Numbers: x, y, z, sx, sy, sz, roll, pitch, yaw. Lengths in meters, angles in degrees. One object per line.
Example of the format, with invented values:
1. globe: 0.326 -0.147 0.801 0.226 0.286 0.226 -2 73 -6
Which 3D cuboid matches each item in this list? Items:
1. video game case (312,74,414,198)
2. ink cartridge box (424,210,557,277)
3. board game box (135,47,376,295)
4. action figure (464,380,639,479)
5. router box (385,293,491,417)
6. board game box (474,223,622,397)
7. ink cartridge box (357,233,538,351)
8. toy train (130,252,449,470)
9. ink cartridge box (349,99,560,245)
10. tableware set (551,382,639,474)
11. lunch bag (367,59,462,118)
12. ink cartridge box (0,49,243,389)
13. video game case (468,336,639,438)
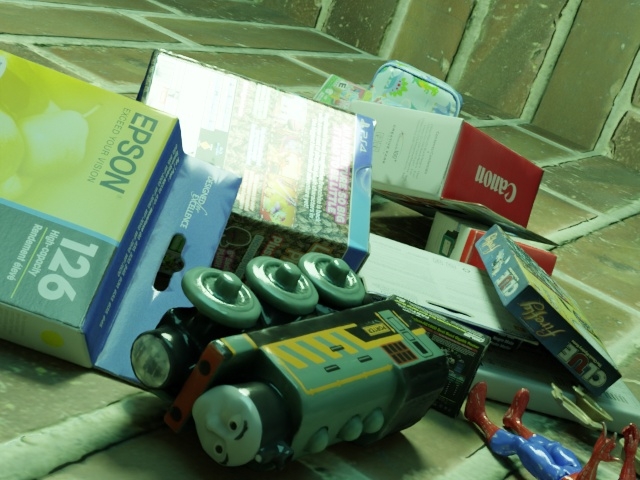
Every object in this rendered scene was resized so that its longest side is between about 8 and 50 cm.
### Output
1. video game case: 0.045 -0.172 1.998 0.193 0.212 0.023 27 -26 19
2. ink cartridge box: 0.252 0.027 1.714 0.134 0.078 0.231 16 7 -15
3. board game box: -0.095 -0.066 1.401 0.291 0.141 0.232 17 46 -12
4. action figure: 0.250 0.201 1.156 0.091 0.139 0.280 11 22 -26
5. router box: 0.113 0.126 1.288 0.122 0.092 0.038 24 17 10
6. board game box: 0.278 0.081 1.463 0.165 0.042 0.243 43 12 -12
7. ink cartridge box: 0.140 0.070 1.450 0.223 0.045 0.224 18 17 -9
8. toy train: -0.022 0.115 1.101 0.190 0.142 0.334 43 26 24
9. ink cartridge box: 0.219 -0.101 1.844 0.272 0.130 0.309 15 -2 34
10. tableware set: 0.325 0.213 1.298 0.169 0.020 0.141 42 10 17
11. lunch bag: 0.147 -0.197 2.103 0.176 0.219 0.090 25 16 3
12. ink cartridge box: -0.253 -0.032 1.160 0.307 0.072 0.303 18 48 -2
13. video game case: 0.220 0.131 1.496 0.329 0.036 0.300 16 18 -13
